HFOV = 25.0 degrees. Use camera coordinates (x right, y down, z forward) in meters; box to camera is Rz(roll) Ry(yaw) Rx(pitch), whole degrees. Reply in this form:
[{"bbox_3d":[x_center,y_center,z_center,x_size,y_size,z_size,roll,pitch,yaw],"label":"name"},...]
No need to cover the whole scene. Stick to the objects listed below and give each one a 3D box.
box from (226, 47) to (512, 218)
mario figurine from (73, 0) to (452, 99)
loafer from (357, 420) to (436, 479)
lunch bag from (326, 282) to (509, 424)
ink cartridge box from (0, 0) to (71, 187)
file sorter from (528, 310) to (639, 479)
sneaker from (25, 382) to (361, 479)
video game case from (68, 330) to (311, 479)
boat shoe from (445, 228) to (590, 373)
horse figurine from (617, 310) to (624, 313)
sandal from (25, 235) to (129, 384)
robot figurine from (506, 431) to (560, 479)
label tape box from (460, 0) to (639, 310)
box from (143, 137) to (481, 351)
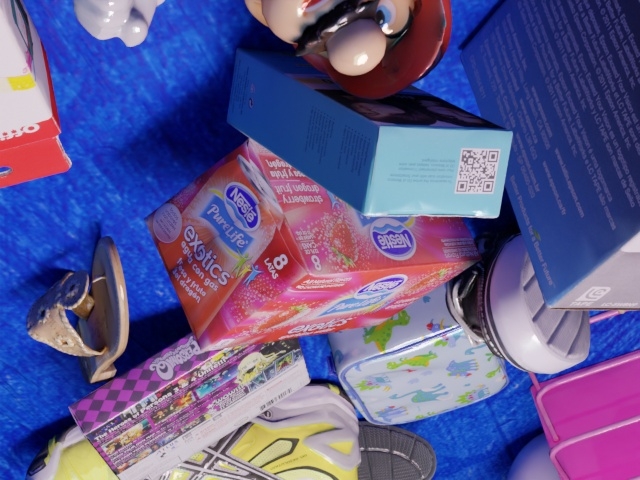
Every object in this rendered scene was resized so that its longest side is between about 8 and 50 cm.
[{"bbox_3d":[0.025,-0.079,1.000,0.101,0.244,0.060,0,108,-26],"label":"box"},{"bbox_3d":[-0.021,-0.174,0.855,0.198,0.170,0.320,7,162,42],"label":"mario figurine"},{"bbox_3d":[0.007,0.278,1.802,0.268,0.096,0.084,-1,169,-12],"label":"loafer"},{"bbox_3d":[0.101,0.118,1.535,0.176,0.090,0.219,-20,152,6],"label":"lunch bag"},{"bbox_3d":[-0.256,-0.118,0.945,0.134,0.078,0.231,-14,152,-2],"label":"ink cartridge box"},{"bbox_3d":[0.370,0.240,1.685,0.202,0.290,0.182,-20,149,8],"label":"file sorter"},{"bbox_3d":[-0.134,0.258,1.614,0.385,0.147,0.145,-8,153,-11],"label":"sneaker"},{"bbox_3d":[-0.125,0.156,1.467,0.232,0.042,0.210,-32,156,-8],"label":"video game case"},{"bbox_3d":[0.174,0.054,1.306,0.119,0.121,0.335,-18,-176,17],"label":"boat shoe"},{"bbox_3d":[0.379,0.015,1.507,0.263,0.066,0.174,-23,144,19],"label":"horse figurine"},{"bbox_3d":[-0.227,0.079,1.307,0.079,0.088,0.240,-12,157,-18],"label":"sandal"},{"bbox_3d":[0.371,0.377,2.021,0.300,0.200,0.353,-53,151,-9],"label":"robot figurine"},{"bbox_3d":[0.252,-0.133,0.995,0.106,0.240,0.333,4,147,-31],"label":"label tape box"},{"bbox_3d":[0.000,0.000,1.176,0.128,0.122,0.257,-35,162,31],"label":"box"}]
